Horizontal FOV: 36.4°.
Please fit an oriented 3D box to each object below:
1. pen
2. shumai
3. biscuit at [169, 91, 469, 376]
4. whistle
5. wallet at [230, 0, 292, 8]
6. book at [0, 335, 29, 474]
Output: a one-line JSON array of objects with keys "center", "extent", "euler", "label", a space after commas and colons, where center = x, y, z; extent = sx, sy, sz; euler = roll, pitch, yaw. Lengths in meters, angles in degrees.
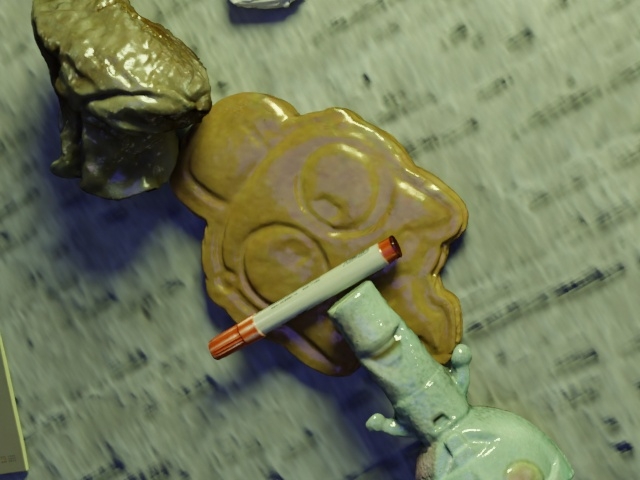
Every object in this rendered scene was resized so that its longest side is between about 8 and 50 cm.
[{"center": [-0.019, 0.062, 1.016], "extent": [0.239, 0.028, 0.028], "euler": [-31, 90, 18], "label": "pen"}, {"center": [-0.230, -0.151, 0.999], "extent": [0.218, 0.184, 0.185], "euler": [44, 102, 11], "label": "shumai"}, {"center": [-0.001, 0.001, 1.041], "extent": [0.376, 0.051, 0.269], "euler": [40, 105, 5], "label": "biscuit"}, {"center": [0.131, 0.193, 0.988], "extent": [0.142, 0.134, 0.346], "euler": [-37, 92, 26], "label": "whistle"}, {"center": [-0.062, -0.337, 1.017], "extent": [0.095, 0.033, 0.190], "euler": [-7, 95, 15], "label": "wallet"}, {"center": [-0.427, 0.201, 1.179], "extent": [0.127, 0.014, 0.181], "euler": [-9, 95, 14], "label": "book"}]
